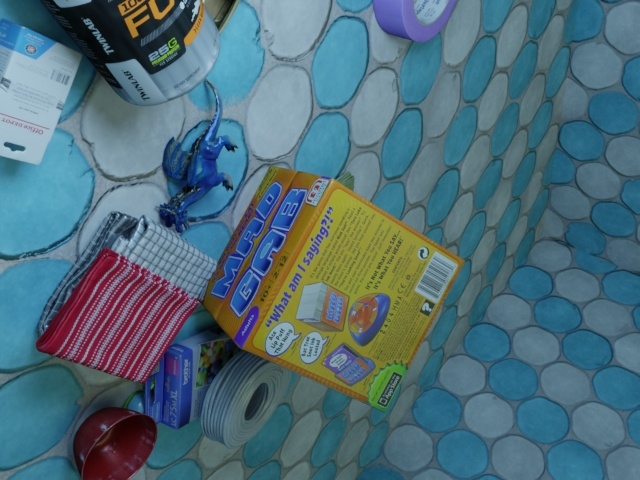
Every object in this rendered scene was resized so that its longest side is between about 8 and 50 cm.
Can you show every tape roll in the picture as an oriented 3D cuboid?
[{"bbox_3d":[0.243,-0.633,1.614,0.275,0.090,0.275,-35,138,-38],"label":"tape roll"}]

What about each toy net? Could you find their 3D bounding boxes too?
[{"bbox_3d":[-0.350,0.350,1.524,0.232,0.045,0.122,10,92,-61],"label":"toy net"}]

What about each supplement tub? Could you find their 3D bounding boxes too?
[{"bbox_3d":[-0.288,-0.358,0.928,0.193,0.193,0.316,-54,148,-14],"label":"supplement tub"}]

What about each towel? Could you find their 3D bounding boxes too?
[{"bbox_3d":[0.051,-0.106,1.785,0.110,0.027,0.148,-35,138,-39],"label":"towel"},{"bbox_3d":[-0.344,0.144,1.162,0.199,0.031,0.275,-56,146,-6],"label":"towel"},{"bbox_3d":[-0.361,0.095,1.240,0.283,0.121,0.235,-59,147,-4],"label":"towel"}]

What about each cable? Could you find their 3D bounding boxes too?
[{"bbox_3d":[-0.174,0.371,1.575,0.257,0.089,0.257,-4,115,-62],"label":"cable"}]

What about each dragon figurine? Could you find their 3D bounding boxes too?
[{"bbox_3d":[-0.240,-0.151,1.259,0.144,0.085,0.289,-24,133,-47],"label":"dragon figurine"}]

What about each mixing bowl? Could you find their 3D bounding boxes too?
[{"bbox_3d":[-0.443,0.417,1.374,0.181,0.098,0.181,-35,139,-37],"label":"mixing bowl"}]

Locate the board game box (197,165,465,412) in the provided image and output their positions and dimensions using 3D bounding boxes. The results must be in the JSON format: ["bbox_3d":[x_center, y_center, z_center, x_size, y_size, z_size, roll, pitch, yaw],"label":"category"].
[{"bbox_3d":[0.008,0.088,1.422,0.356,0.356,0.356,30,87,-26],"label":"board game box"}]

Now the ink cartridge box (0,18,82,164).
[{"bbox_3d":[-0.432,-0.211,0.952,0.104,0.060,0.180,15,100,-59],"label":"ink cartridge box"}]

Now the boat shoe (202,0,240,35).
[{"bbox_3d":[-0.177,-0.422,1.143,0.285,0.089,0.104,-62,149,-3],"label":"boat shoe"}]

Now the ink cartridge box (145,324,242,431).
[{"bbox_3d":[-0.276,0.309,1.529,0.311,0.065,0.186,-16,116,-55],"label":"ink cartridge box"}]
